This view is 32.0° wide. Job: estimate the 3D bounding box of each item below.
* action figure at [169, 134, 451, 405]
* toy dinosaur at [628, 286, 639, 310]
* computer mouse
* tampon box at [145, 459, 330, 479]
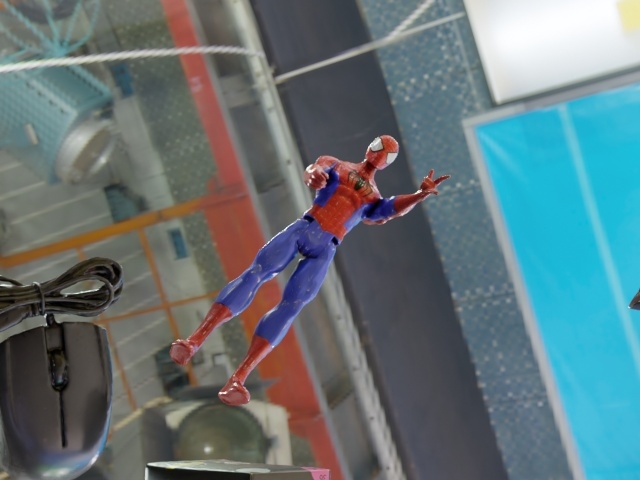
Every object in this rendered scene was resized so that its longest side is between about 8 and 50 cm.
[{"bbox_3d":[0.000,0.000,0.930,0.091,0.139,0.280,40,-117,-7],"label":"action figure"},{"bbox_3d":[0.258,0.031,0.428,0.218,0.164,0.322,32,-143,-14],"label":"toy dinosaur"},{"bbox_3d":[-0.276,0.157,1.123,0.189,0.072,0.272,-13,-54,-23],"label":"computer mouse"},{"bbox_3d":[-0.088,0.283,1.154,0.120,0.161,0.101,10,-102,-49],"label":"tampon box"}]
